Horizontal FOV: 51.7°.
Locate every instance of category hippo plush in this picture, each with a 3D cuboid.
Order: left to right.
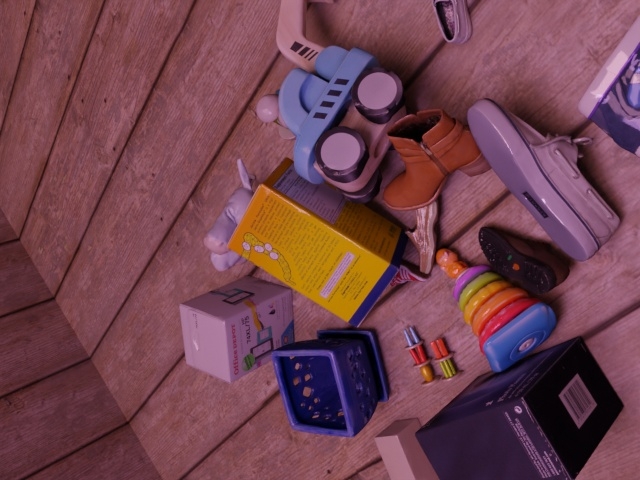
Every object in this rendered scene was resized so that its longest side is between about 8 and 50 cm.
[{"bbox_3d":[-0.152,-0.024,1.833,0.236,0.234,0.294,19,76,17],"label":"hippo plush"}]

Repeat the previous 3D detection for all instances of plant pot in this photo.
[{"bbox_3d":[0.039,0.361,1.756,0.236,0.212,0.236,-8,101,43],"label":"plant pot"}]

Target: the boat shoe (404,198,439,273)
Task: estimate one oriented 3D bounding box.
[{"bbox_3d":[0.231,-0.016,1.531,0.072,0.068,0.190,1,101,1],"label":"boat shoe"}]

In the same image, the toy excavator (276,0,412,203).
[{"bbox_3d":[0.005,-0.364,1.469,0.445,0.222,0.433,31,88,18],"label":"toy excavator"}]

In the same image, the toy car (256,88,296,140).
[{"bbox_3d":[-0.058,-0.328,1.655,0.182,0.159,0.136,20,84,36],"label":"toy car"}]

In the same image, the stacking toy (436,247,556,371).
[{"bbox_3d":[0.353,0.120,1.445,0.302,0.165,0.175,53,179,37],"label":"stacking toy"}]

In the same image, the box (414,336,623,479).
[{"bbox_3d":[0.407,0.373,1.368,0.294,0.296,0.183,-38,80,43],"label":"box"}]

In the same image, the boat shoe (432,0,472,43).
[{"bbox_3d":[0.255,-0.492,1.348,0.066,0.063,0.184,-3,103,43],"label":"boat shoe"}]

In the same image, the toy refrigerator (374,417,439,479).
[{"bbox_3d":[0.247,0.617,1.741,0.094,0.102,0.270,-24,90,44],"label":"toy refrigerator"}]

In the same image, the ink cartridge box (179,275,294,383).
[{"bbox_3d":[-0.239,0.251,1.926,0.197,0.270,0.198,13,114,38],"label":"ink cartridge box"}]

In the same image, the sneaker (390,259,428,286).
[{"bbox_3d":[0.212,0.092,1.618,0.118,0.042,0.067,29,120,40],"label":"sneaker"}]

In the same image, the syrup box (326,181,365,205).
[{"bbox_3d":[0.054,-0.126,1.643,0.093,0.096,0.237,29,122,31],"label":"syrup box"}]

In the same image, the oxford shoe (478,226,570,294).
[{"bbox_3d":[0.423,0.032,1.386,0.227,0.096,0.083,43,146,46],"label":"oxford shoe"}]

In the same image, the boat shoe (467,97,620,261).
[{"bbox_3d":[0.441,-0.147,1.252,0.367,0.156,0.136,50,173,1],"label":"boat shoe"}]

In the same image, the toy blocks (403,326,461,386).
[{"bbox_3d":[0.268,0.277,1.628,0.123,0.054,0.148,-28,86,45],"label":"toy blocks"}]

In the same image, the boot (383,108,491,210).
[{"bbox_3d":[0.202,-0.165,1.385,0.283,0.220,0.109,-18,62,37],"label":"boot"}]

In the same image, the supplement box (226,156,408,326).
[{"bbox_3d":[0.000,0.000,1.540,0.356,0.194,0.195,32,119,0],"label":"supplement box"}]

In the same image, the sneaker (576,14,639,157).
[{"bbox_3d":[0.608,-0.279,1.080,0.236,0.130,0.323,38,123,13],"label":"sneaker"}]
